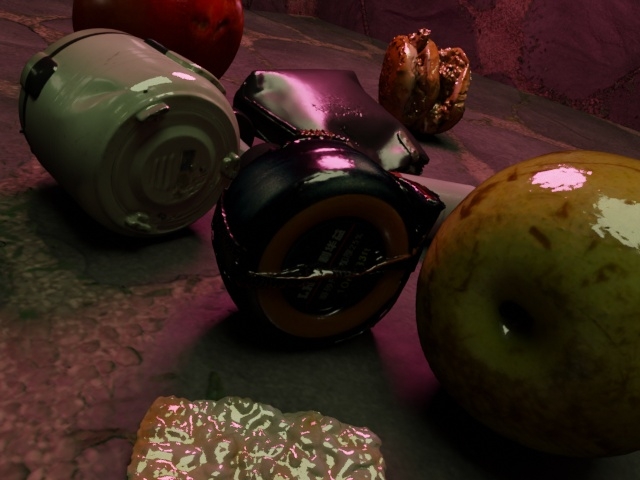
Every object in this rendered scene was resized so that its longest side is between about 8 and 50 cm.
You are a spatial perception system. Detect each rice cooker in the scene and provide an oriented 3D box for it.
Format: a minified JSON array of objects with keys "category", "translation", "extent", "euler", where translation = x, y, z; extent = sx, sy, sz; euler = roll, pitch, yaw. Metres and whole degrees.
[{"category":"rice cooker","translation":[-0.235,-0.138,0.622],"extent":[0.244,0.226,0.226],"euler":[33,34,33]}]

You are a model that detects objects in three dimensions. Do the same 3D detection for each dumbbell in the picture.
[{"category":"dumbbell","translation":[-0.122,-0.137,0.791],"extent":[0.100,0.100,0.191],"euler":[-7,36,-35]}]

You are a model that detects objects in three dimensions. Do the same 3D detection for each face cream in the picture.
[{"category":"face cream","translation":[0.134,-0.056,0.778],"extent":[0.214,0.096,0.096],"euler":[8,30,-13]}]

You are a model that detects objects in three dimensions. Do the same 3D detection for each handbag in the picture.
[{"category":"handbag","translation":[0.039,-0.202,0.948],"extent":[0.342,0.152,0.288],"euler":[-20,56,-42]}]

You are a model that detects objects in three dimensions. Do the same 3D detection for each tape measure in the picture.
[{"category":"tape measure","translation":[0.000,0.000,0.510],"extent":[0.222,0.202,0.135],"euler":[14,24,-34]}]

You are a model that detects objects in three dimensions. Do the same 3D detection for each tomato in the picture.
[{"category":"tomato","translation":[-0.325,-0.437,1.016],"extent":[0.293,0.290,0.325],"euler":[19,28,1]}]

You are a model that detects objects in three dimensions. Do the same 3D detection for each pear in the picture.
[{"category":"pear","translation":[0.231,0.054,0.461],"extent":[0.283,0.284,0.283],"euler":[12,29,-7]}]

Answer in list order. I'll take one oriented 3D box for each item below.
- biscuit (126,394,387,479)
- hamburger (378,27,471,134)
[{"category":"biscuit","translation":[-0.022,0.190,0.338],"extent":[0.265,0.040,0.188],"euler":[34,34,28]},{"category":"hamburger","translation":[0.261,-0.416,1.298],"extent":[0.211,0.261,0.245],"euler":[4,38,-12]}]
